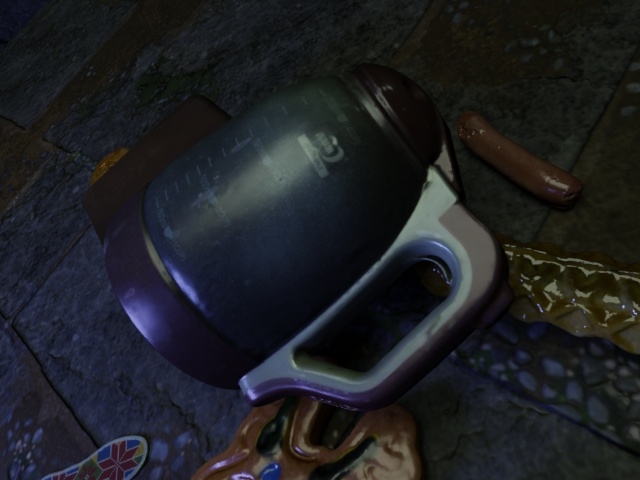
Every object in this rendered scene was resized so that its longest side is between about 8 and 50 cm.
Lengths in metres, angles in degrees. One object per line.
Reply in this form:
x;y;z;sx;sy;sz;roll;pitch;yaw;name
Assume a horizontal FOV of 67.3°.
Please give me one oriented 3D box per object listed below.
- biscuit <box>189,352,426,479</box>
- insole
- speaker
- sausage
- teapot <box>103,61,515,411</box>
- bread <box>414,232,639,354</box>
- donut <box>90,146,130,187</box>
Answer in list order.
-0.050;0.271;0.458;0.202;0.047;0.334;30;78;40;biscuit
-0.295;0.299;0.608;0.193;0.006;0.065;-26;50;13;insole
-0.182;-0.062;0.684;0.231;0.153;0.192;-45;48;-4;speaker
0.216;-0.098;0.551;0.043;0.043;0.186;-38;49;2;sausage
0.000;0.000;0.455;0.312;0.233;0.315;-37;64;16;teapot
0.249;0.050;0.409;0.367;0.077;0.084;13;69;37;bread
-0.390;-0.122;0.918;0.097;0.043;0.108;-9;57;25;donut
